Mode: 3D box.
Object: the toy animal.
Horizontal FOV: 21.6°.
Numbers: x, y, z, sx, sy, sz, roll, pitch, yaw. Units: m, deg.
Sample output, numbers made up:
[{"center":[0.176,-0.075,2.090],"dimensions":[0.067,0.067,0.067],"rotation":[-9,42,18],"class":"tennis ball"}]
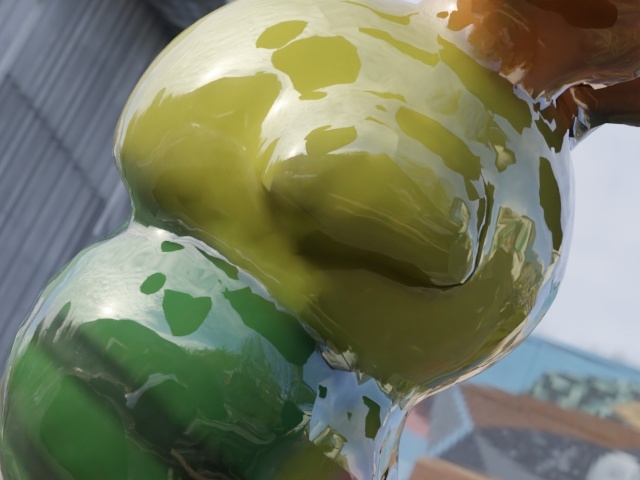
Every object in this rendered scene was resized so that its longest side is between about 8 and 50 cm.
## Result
[{"center":[-0.003,-0.001,0.709],"dimensions":[0.191,0.338,0.216],"rotation":[39,3,16],"class":"toy animal"}]
